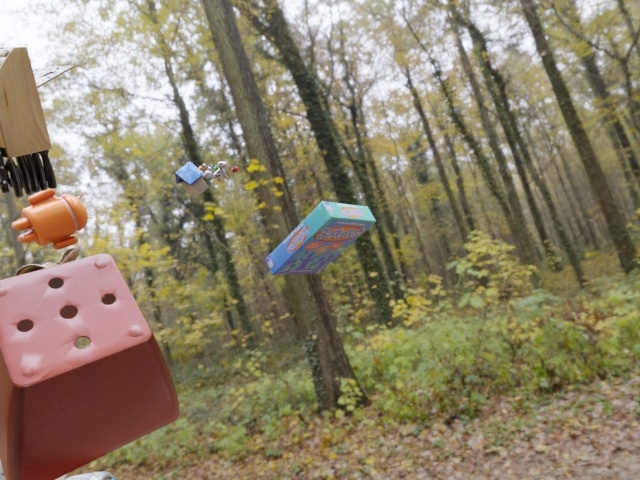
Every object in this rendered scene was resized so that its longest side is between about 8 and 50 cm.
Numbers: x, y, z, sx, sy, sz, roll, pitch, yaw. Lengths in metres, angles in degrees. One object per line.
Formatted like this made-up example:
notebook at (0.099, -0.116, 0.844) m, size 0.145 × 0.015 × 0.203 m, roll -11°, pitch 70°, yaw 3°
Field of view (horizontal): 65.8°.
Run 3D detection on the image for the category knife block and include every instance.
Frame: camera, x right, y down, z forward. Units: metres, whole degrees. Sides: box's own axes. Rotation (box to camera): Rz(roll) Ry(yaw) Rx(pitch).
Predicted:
knife block at (-0.641, -0.238, 1.070) m, size 0.088 × 0.275 × 0.242 m, roll 13°, pitch -18°, yaw 30°

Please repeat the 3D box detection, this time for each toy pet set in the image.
toy pet set at (-0.264, -0.155, 1.091) m, size 0.122 × 0.065 × 0.114 m, roll 10°, pitch 47°, yaw 46°

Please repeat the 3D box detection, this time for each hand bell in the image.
hand bell at (-0.779, 0.077, 1.471) m, size 0.126 × 0.126 × 0.242 m, roll -17°, pitch 22°, yaw 6°

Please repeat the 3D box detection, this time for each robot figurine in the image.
robot figurine at (-0.818, -0.063, 1.522) m, size 0.219 × 0.158 × 0.128 m, roll -32°, pitch -14°, yaw -36°

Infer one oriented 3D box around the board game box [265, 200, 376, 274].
board game box at (0.000, 0.000, 1.104) m, size 0.160 × 0.047 × 0.210 m, roll 2°, pitch -38°, yaw -48°

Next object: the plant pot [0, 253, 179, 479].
plant pot at (-0.390, 0.177, 0.783) m, size 0.267 × 0.267 × 0.235 m, roll -18°, pitch -34°, yaw -35°

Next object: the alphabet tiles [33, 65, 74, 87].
alphabet tiles at (-0.959, -0.525, 1.626) m, size 0.237 × 0.009 × 0.198 m, roll 7°, pitch 44°, yaw 28°

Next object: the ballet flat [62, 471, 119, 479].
ballet flat at (-0.415, 0.504, 0.702) m, size 0.139 × 0.139 × 0.400 m, roll -17°, pitch 20°, yaw 6°

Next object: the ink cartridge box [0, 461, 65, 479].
ink cartridge box at (-0.884, 0.722, 1.462) m, size 0.066 × 0.189 × 0.232 m, roll -28°, pitch 29°, yaw 43°
